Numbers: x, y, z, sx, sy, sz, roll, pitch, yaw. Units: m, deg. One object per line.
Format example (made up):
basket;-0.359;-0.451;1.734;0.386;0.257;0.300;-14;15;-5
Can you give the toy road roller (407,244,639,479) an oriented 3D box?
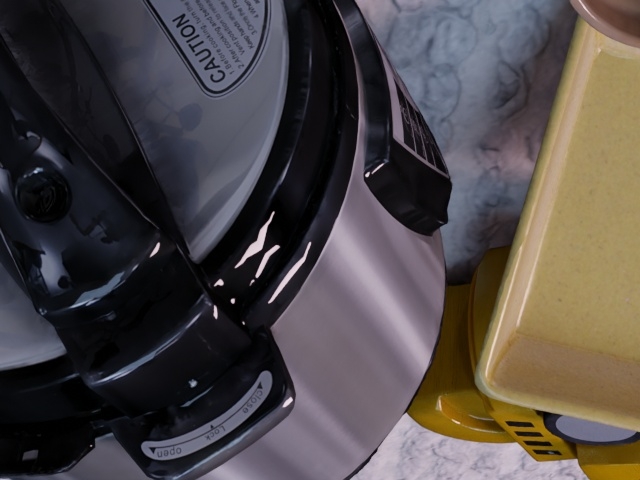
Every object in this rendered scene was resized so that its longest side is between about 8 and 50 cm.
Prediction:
toy road roller;0.225;0.126;1.313;0.240;0.203;0.329;-8;149;27

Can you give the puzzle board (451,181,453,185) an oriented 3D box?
puzzle board;0.038;-0.039;1.197;0.128;0.011;0.096;-33;139;28

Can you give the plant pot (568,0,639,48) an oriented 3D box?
plant pot;0.262;-0.242;0.890;0.237;0.110;0.237;-5;144;-3

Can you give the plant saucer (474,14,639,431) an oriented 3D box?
plant saucer;0.304;-0.008;1.101;0.332;0.081;0.333;14;96;-15

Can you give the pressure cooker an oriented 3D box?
pressure cooker;-0.128;-0.021;0.840;0.369;0.376;0.420;9;159;22
